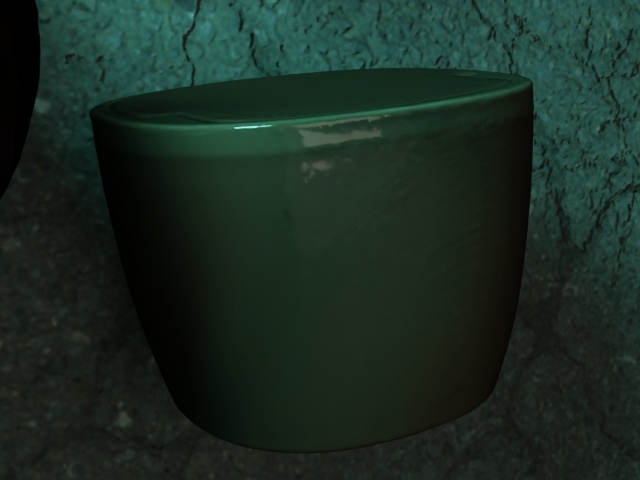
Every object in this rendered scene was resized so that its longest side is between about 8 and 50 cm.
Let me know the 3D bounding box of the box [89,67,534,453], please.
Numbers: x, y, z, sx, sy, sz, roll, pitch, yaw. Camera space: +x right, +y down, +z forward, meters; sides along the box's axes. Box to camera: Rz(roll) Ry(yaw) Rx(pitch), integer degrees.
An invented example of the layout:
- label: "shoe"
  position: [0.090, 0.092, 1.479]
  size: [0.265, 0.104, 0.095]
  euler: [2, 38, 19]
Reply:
- label: "box"
  position: [0.000, 0.000, 0.734]
  size: [0.301, 0.301, 0.216]
  euler: [-12, 103, -25]

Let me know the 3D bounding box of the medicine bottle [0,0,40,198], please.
- label: "medicine bottle"
  position: [-0.291, -0.166, 0.522]
  size: [0.242, 0.395, 0.242]
  euler: [-19, 137, -18]
